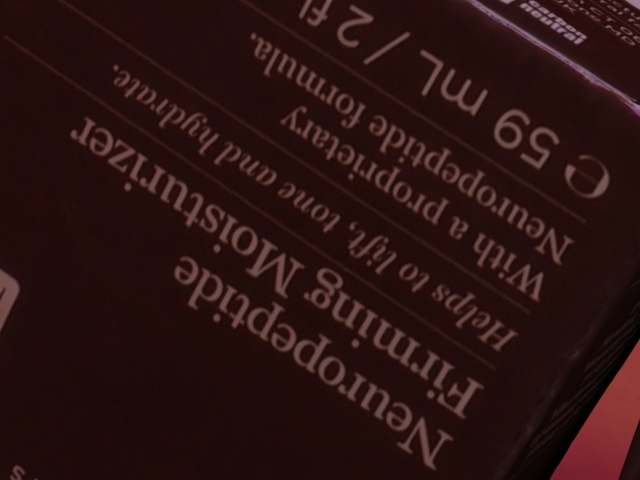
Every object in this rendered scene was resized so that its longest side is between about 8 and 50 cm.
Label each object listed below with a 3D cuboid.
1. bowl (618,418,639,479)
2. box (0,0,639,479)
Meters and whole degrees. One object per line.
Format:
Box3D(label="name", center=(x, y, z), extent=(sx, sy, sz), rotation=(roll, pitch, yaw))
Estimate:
Box3D(label="bowl", center=(0.184, 0.061, 0.514), extent=(0.163, 0.311, 0.311), rotation=(23, 20, 21))
Box3D(label="box", center=(0.000, 0.000, 0.509), extent=(0.168, 0.203, 0.167), rotation=(34, 23, 12))
